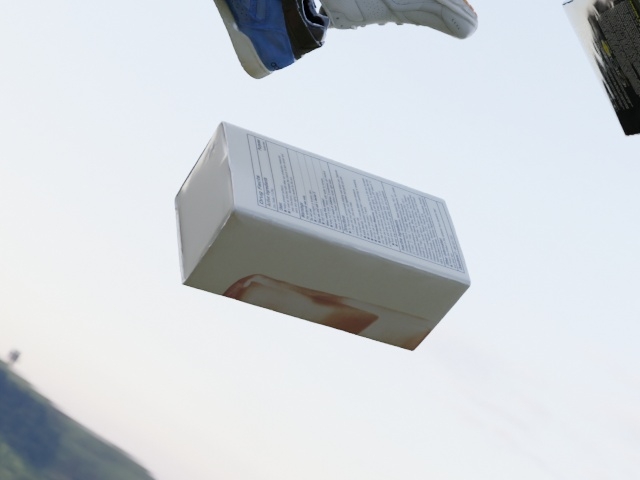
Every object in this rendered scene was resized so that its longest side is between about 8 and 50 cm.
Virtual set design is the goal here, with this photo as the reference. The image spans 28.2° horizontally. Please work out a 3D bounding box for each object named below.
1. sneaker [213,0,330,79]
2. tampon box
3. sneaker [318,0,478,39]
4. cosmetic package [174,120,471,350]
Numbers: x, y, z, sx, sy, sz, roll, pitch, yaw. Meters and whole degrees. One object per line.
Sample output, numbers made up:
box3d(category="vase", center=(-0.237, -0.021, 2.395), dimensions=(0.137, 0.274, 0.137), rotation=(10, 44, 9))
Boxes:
box3d(category="sneaker", center=(-0.047, -0.206, 0.978), dimensions=(0.152, 0.085, 0.058), rotation=(63, 21, -14))
box3d(category="tampon box", center=(0.234, -0.136, 0.767), dimensions=(0.101, 0.120, 0.161), rotation=(63, -1, -3))
box3d(category="sneaker", center=(0.059, -0.283, 1.478), dimensions=(0.262, 0.121, 0.099), rotation=(25, 17, -22))
box3d(category="cosmetic package", center=(0.000, 0.000, 1.409), dimensions=(0.296, 0.129, 0.153), rotation=(19, 37, -24))
